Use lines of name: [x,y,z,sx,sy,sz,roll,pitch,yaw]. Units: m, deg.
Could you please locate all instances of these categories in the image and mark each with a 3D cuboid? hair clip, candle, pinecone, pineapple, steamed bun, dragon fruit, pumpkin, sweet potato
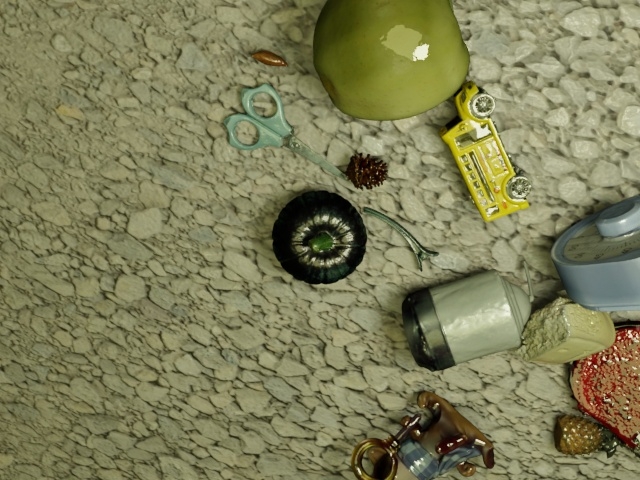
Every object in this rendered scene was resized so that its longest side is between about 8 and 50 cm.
hair clip: [0.210,-0.019,1.805,0.229,0.039,0.070,43,105,-2]
candle: [0.394,0.197,1.748,0.343,0.221,0.221,-18,103,11]
pinecone: [0.119,-0.174,1.742,0.110,0.102,0.102,12,109,-26]
pineapple: [0.771,0.538,1.864,0.252,0.125,0.125,6,107,0]
steamed bun: [0.607,0.220,1.733,0.200,0.170,0.225,9,150,-25]
dragon fruit: [0.804,0.335,1.800,0.282,0.100,0.343,35,108,11]
pumpkin: [0.000,0.000,1.723,0.248,0.248,0.247,2,106,6]
sweet potato: [-0.126,-0.458,1.714,0.095,0.034,0.034,15,107,-9]

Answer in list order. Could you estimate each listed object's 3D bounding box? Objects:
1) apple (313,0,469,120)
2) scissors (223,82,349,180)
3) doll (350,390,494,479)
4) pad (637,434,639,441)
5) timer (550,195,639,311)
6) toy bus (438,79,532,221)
apple: [0.156,-0.447,1.530,0.358,0.357,0.356,2,106,6]
scissors: [-0.075,-0.256,1.770,0.360,0.029,0.191,32,111,-5]
doll: [0.283,0.597,1.881,0.318,0.209,0.340,44,108,-3]
pad: [0.978,0.512,1.847,0.232,0.004,0.156,-38,100,-3]
timer: [0.715,0.008,1.592,0.395,0.395,0.173,-26,102,13]
toy bus: [0.394,-0.221,1.666,0.152,0.144,0.330,-25,104,14]
